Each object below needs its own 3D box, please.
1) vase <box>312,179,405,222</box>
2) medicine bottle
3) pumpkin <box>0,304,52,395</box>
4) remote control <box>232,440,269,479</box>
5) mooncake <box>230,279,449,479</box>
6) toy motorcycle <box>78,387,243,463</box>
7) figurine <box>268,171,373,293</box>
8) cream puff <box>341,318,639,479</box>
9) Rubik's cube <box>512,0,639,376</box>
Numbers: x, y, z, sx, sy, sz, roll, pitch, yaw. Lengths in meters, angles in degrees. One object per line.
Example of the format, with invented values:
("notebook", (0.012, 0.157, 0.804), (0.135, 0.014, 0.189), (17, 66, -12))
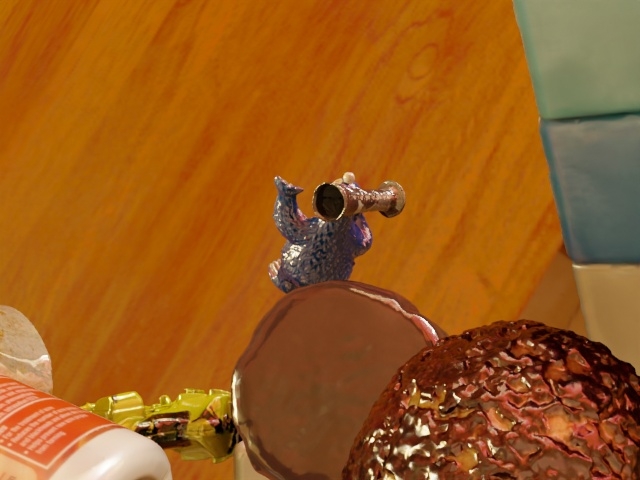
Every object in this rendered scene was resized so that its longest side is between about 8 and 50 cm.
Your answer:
("vase", (0.059, -0.058, 1.403), (0.167, 0.059, 0.059), (-6, 102, -54))
("medicine bottle", (-0.286, 0.250, 0.828), (0.241, 0.252, 0.252), (19, 90, 17))
("pumpkin", (-0.580, 0.233, 1.397), (0.199, 0.332, 0.332), (28, 86, -59))
("remote control", (-0.058, 0.431, 1.429), (0.140, 0.056, 0.296), (-2, 97, -17))
("mooncake", (0.037, 0.191, 1.178), (0.283, 0.283, 0.141), (-61, 152, -4))
("toy motorcycle", (-0.225, 0.314, 1.603), (0.342, 0.206, 0.142), (-1, 77, -37))
("figurine", (0.006, 0.005, 1.526), (0.164, 0.120, 0.262), (-1, 136, -8))
("cream puff", (0.128, 0.166, 0.579), (0.239, 0.165, 0.239), (-3, 95, -35))
("Rubik's cube", (0.367, -0.123, 0.670), (0.347, 0.344, 0.346), (-54, 132, -45))
